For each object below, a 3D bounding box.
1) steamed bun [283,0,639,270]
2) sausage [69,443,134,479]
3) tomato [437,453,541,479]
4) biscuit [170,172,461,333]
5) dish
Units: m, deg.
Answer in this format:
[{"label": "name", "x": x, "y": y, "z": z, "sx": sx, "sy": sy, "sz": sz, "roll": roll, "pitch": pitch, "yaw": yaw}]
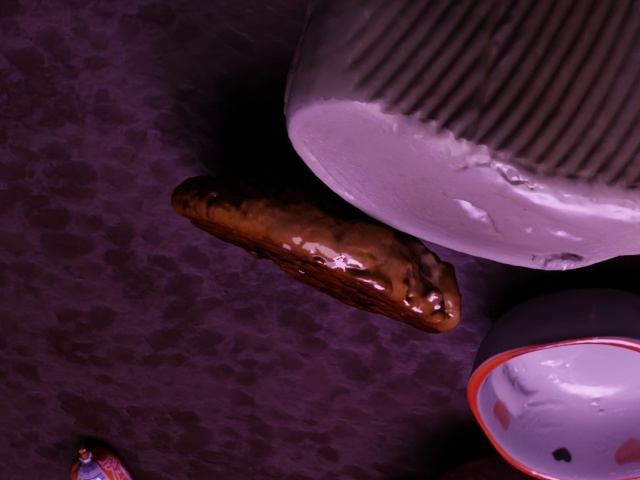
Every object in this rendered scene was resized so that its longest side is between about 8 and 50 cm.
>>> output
[{"label": "steamed bun", "x": 0.162, "y": -0.109, "z": 1.449, "sx": 0.384, "sy": 0.247, "sz": 0.236, "roll": 15, "pitch": 157, "yaw": 1}, {"label": "sausage", "x": -0.255, "y": 0.333, "z": 2.141, "sx": 0.071, "sy": 0.071, "sz": 0.234, "roll": -5, "pitch": 135, "yaw": 19}, {"label": "tomato", "x": 0.212, "y": 0.374, "z": 1.909, "sx": 0.270, "sy": 0.270, "sz": 0.227, "roll": 2, "pitch": 175, "yaw": 12}, {"label": "biscuit", "x": 0.004, "y": 0.002, "z": 1.614, "sx": 0.289, "sy": 0.081, "sz": 0.334, "roll": 23, "pitch": 176, "yaw": 2}, {"label": "dish", "x": 0.281, "y": 0.138, "z": 1.764, "sx": 0.256, "sy": 0.117, "sz": 0.256, "roll": 7, "pitch": 137, "yaw": 6}]
